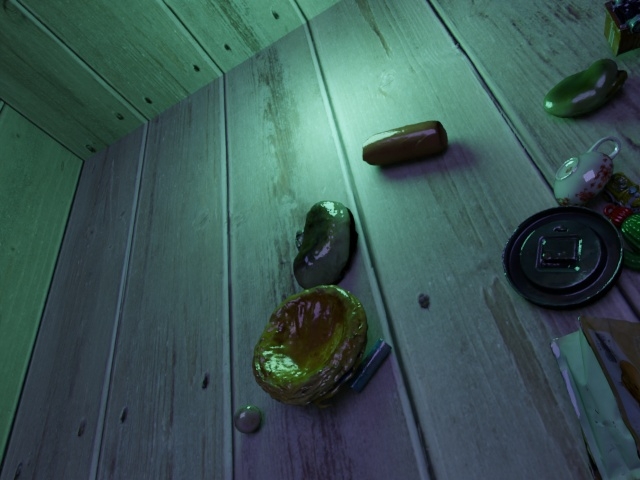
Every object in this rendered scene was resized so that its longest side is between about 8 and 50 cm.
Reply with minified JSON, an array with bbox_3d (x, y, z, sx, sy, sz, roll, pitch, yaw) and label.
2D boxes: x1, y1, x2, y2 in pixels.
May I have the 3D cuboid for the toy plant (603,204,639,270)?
[{"bbox_3d":[0.782,0.000,1.114,0.240,0.088,0.154,18,90,54],"label":"toy plant"}]

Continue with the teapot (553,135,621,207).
[{"bbox_3d":[0.707,-0.175,1.247,0.116,0.159,0.245,39,102,5],"label":"teapot"}]

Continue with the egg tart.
[{"bbox_3d":[-0.020,0.311,1.369,0.388,0.169,0.387,-21,44,22],"label":"egg tart"}]

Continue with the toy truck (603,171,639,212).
[{"bbox_3d":[0.787,-0.125,1.202,0.076,0.077,0.111,-32,46,10],"label":"toy truck"}]

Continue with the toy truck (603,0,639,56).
[{"bbox_3d":[1.019,-0.675,1.380,0.306,0.162,0.136,-16,62,17],"label":"toy truck"}]

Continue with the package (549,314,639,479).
[{"bbox_3d":[0.615,0.334,0.968,0.165,0.222,0.311,124,149,-48],"label":"package"}]

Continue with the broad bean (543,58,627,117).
[{"bbox_3d":[0.802,-0.453,1.418,0.228,0.100,0.169,-19,41,37],"label":"broad bean"}]

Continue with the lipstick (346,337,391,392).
[{"bbox_3d":[0.138,0.351,1.317,0.048,0.048,0.157,31,79,43],"label":"lipstick"}]

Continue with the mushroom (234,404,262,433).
[{"bbox_3d":[-0.219,0.538,1.408,0.083,0.084,0.067,-68,10,-22],"label":"mushroom"}]

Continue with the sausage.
[{"bbox_3d":[0.288,-0.341,1.656,0.305,0.121,0.121,-9,55,29],"label":"sausage"}]

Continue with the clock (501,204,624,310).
[{"bbox_3d":[0.610,0.043,1.187,0.281,0.055,0.280,-23,51,31],"label":"clock"}]

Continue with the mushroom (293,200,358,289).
[{"bbox_3d":[-0.001,0.000,1.602,0.248,0.130,0.344,6,63,32],"label":"mushroom"}]
